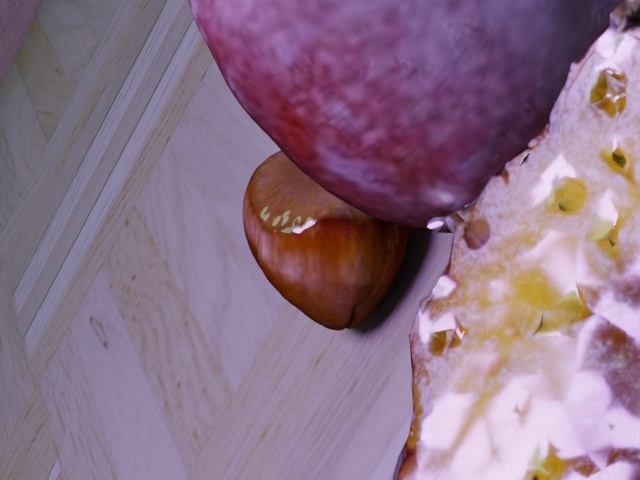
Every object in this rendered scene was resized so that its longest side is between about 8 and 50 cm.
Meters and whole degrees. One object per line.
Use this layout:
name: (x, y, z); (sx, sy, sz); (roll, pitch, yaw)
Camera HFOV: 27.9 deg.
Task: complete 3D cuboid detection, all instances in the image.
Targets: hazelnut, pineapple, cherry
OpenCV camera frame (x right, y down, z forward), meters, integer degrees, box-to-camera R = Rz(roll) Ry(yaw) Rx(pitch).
hazelnut: (0.000, 0.000, 1.090); (0.150, 0.150, 0.150); (-40, 38, 40)
pineapple: (0.221, 0.081, 0.462); (0.352, 0.300, 0.352); (-42, 35, 39)
cherry: (0.081, -0.184, 0.912); (0.326, 0.335, 0.291); (-48, 7, -15)
